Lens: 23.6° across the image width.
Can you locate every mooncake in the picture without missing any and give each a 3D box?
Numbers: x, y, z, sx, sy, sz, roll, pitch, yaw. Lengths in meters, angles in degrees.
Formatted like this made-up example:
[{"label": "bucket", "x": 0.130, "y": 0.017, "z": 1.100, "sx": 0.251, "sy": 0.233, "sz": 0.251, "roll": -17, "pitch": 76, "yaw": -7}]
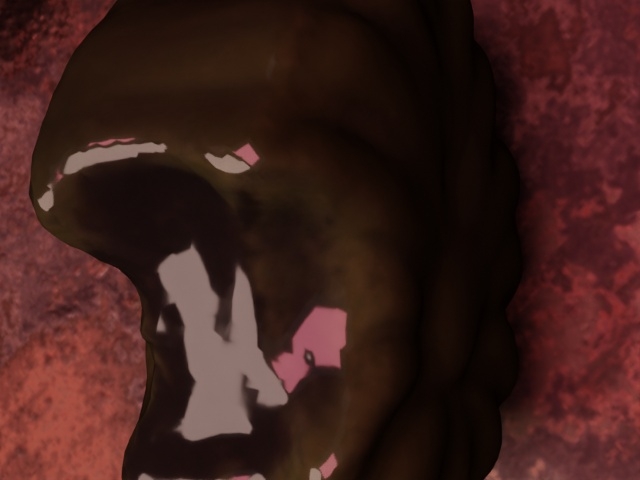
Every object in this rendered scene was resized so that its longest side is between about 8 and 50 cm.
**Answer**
[{"label": "mooncake", "x": 0.000, "y": 0.000, "z": 0.855, "sx": 0.187, "sy": 0.351, "sz": 0.351, "roll": -7, "pitch": 87, "yaw": 23}]
